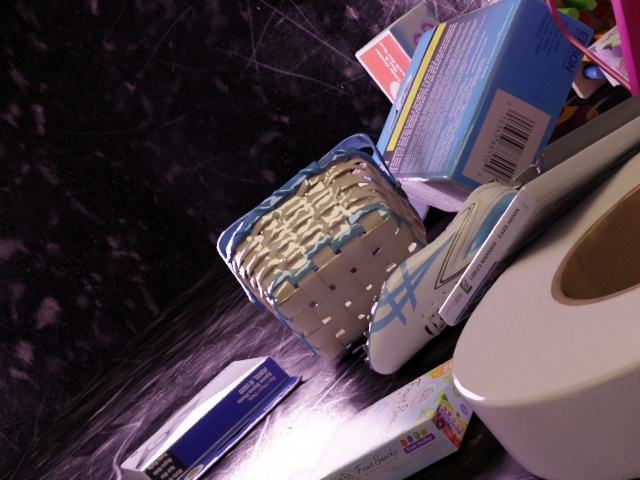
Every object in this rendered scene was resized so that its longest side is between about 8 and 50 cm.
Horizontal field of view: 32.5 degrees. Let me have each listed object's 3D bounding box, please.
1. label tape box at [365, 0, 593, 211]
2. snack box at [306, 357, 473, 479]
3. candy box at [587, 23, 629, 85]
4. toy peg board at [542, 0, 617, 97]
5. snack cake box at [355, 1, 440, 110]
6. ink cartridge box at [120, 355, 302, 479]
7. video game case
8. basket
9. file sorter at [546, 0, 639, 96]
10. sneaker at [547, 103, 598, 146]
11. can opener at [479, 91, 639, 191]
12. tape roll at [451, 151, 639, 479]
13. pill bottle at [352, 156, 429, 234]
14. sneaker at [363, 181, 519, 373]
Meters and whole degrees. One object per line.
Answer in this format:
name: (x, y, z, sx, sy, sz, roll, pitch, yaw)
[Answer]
label tape box: (0.194, -0.171, 1.468, 0.249, 0.115, 0.348, -68, 14, -4)
snack box: (0.059, 0.158, 0.887, 0.141, 0.037, 0.100, -35, 9, 30)
candy box: (0.472, -0.295, 1.474, 0.196, 0.070, 0.165, -39, 7, 3)
toy peg board: (0.411, -0.315, 1.585, 0.161, 0.160, 0.079, -40, 17, -4)
snack cake box: (0.194, -0.257, 1.866, 0.089, 0.264, 0.152, -41, 7, -18)
ink cartridge box: (-0.146, 0.236, 1.418, 0.223, 0.045, 0.224, -42, 8, -22)
video game case: (0.198, -0.019, 0.948, 0.190, 0.022, 0.173, -29, -23, -37)
basket: (0.000, 0.000, 1.390, 0.255, 0.201, 0.289, -38, 38, 6)
file sorter: (0.397, -0.324, 1.179, 0.291, 0.202, 0.182, -36, 51, -1)
sneaker: (0.290, -0.156, 1.477, 0.069, 0.084, 0.185, -43, 8, -30)
can opener: (0.266, -0.062, 1.154, 0.280, 0.074, 0.093, -36, 42, 39)
tape roll: (0.258, 0.001, 0.724, 0.392, 0.072, 0.392, -39, 7, 6)
pill bottle: (0.108, -0.070, 1.723, 0.121, 0.121, 0.216, -39, 7, 3)
sneaker: (0.133, 0.042, 1.104, 0.237, 0.085, 0.086, -49, 49, -8)
